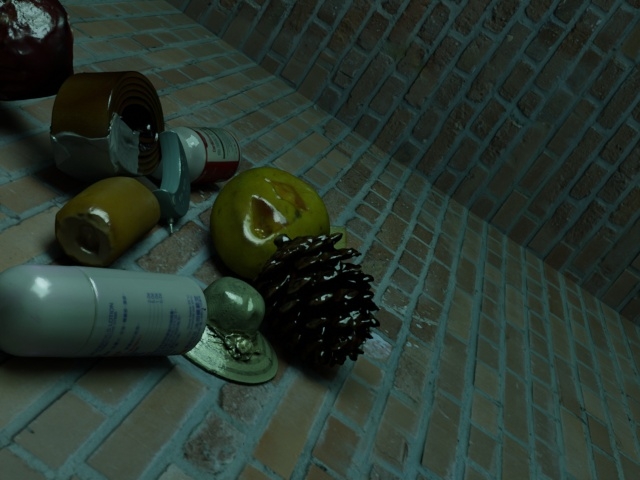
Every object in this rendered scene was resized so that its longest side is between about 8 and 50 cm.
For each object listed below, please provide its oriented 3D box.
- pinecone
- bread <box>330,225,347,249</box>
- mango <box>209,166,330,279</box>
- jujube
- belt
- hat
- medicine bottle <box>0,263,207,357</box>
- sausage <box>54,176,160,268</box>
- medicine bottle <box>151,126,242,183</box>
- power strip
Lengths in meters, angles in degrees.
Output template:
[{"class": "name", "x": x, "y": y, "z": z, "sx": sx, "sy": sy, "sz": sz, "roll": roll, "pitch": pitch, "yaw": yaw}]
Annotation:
[{"class": "pinecone", "x": -0.008, "y": 0.104, "z": 1.753, "sx": 0.224, "sy": 0.224, "sz": 0.273, "roll": -5, "pitch": 66, "yaw": -62}, {"class": "bread", "x": 0.000, "y": 0.000, "z": 2.335, "sx": 0.109, "sy": 0.080, "sz": 0.084, "roll": 4, "pitch": -1, "yaw": 35}, {"class": "mango", "x": -0.112, "y": -0.023, "z": 1.985, "sx": 0.253, "sy": 0.182, "sz": 0.365, "roll": 36, "pitch": 29, "yaw": -2}, {"class": "jujube", "x": -0.646, "y": -0.388, "z": 1.798, "sx": 0.376, "sy": 0.258, "sz": 0.258, "roll": 16, "pitch": 23, "yaw": -12}, {"class": "belt", "x": -0.411, "y": -0.221, "z": 1.854, "sx": 0.122, "sy": 0.217, "sz": 0.338, "roll": 0, "pitch": 5, "yaw": 9}, {"class": "hat", "x": -0.154, "y": 0.125, "z": 1.629, "sx": 0.252, "sy": 0.110, "sz": 0.252, "roll": 30, "pitch": 20, "yaw": -12}, {"class": "medicine bottle", "x": -0.323, "y": 0.104, "z": 1.362, "sx": 0.130, "sy": 0.130, "sz": 0.341, "roll": 46, "pitch": 22, "yaw": 30}, {"class": "sausage", "x": -0.368, "y": -0.049, "z": 1.698, "sx": 0.134, "sy": 0.116, "sz": 0.354, "roll": 26, "pitch": 16, "yaw": -3}, {"class": "medicine bottle", "x": -0.286, "y": -0.192, "z": 2.147, "sx": 0.131, "sy": 0.131, "sz": 0.250, "roll": 40, "pitch": 19, "yaw": 16}, {"class": "power strip", "x": -0.304, "y": -0.109, "z": 1.930, "sx": 0.137, "sy": 0.044, "sz": 0.216, "roll": 74, "pitch": 12, "yaw": -50}]
